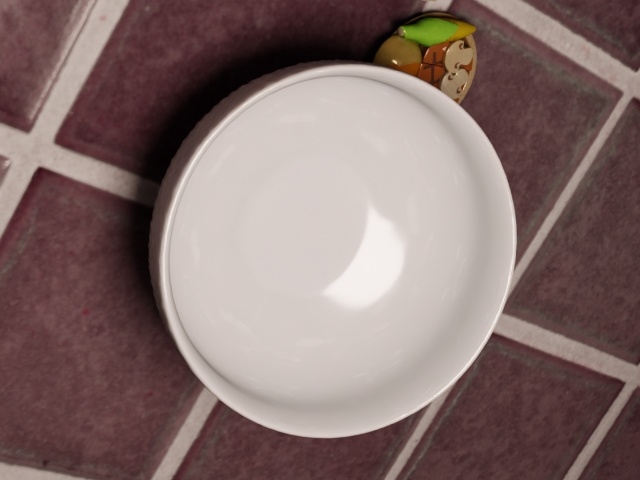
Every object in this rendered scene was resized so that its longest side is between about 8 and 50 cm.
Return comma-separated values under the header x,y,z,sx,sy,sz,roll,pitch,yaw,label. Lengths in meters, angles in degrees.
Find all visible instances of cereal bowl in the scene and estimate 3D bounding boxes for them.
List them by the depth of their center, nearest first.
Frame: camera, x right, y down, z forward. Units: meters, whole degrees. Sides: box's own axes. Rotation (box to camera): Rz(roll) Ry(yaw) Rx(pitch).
x,y,z,sx,sy,sz,roll,pitch,yaw,label
0.000,0.000,1.257,0.339,0.141,0.339,-5,104,-20,cereal bowl

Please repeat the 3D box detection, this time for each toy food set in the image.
x,y,z,sx,sy,sz,roll,pitch,yaw,label
0.101,-0.157,1.326,0.132,0.038,0.192,-2,118,-34,toy food set

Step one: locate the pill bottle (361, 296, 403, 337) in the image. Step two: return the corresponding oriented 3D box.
x,y,z,sx,sy,sz,roll,pitch,yaw,label
0.077,0.068,1.401,0.193,0.108,0.108,-41,132,-7,pill bottle
